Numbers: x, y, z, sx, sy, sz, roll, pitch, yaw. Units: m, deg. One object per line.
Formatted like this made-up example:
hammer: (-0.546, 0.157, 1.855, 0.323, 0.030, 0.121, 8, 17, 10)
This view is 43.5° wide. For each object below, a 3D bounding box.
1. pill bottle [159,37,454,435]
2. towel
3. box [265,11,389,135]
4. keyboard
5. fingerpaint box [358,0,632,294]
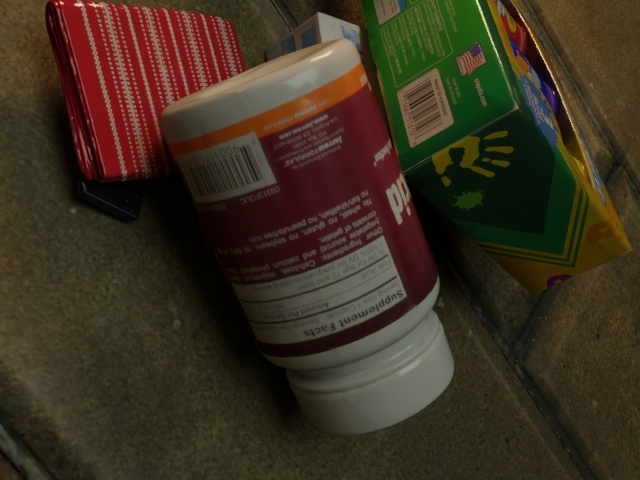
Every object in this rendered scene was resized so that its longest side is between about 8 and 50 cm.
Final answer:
pill bottle: (0.000, 0.000, 0.888, 0.224, 0.224, 0.392, -38, 113, -44)
towel: (-0.177, -0.170, 0.918, 0.274, 0.031, 0.199, -13, 88, -52)
box: (0.011, -0.176, 1.065, 0.103, 0.114, 0.203, 6, 69, -43)
keyboard: (-0.212, -0.110, 0.897, 0.108, 0.023, 0.180, 30, 57, -42)
fingerpaint box: (0.232, -0.205, 1.120, 0.371, 0.163, 0.445, 36, 35, -43)
